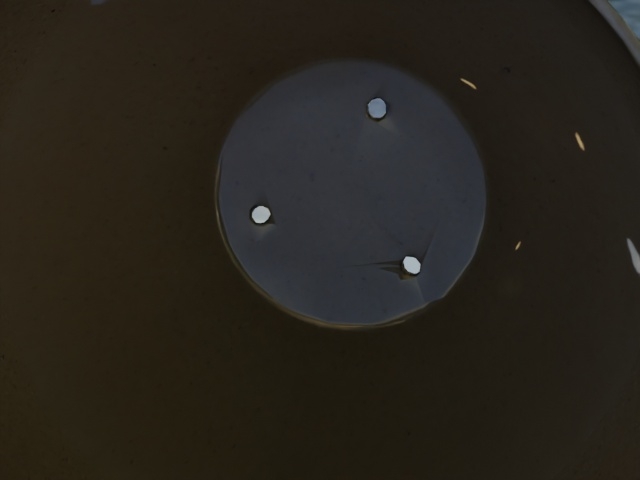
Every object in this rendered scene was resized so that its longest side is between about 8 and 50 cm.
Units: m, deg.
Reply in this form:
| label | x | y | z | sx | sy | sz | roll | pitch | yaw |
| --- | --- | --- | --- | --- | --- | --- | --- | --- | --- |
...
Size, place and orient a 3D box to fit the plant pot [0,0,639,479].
| label | x | y | z | sx | sy | sz | roll | pitch | yaw |
| --- | --- | --- | --- | --- | --- | --- | --- | --- | --- |
| plant pot | 0.000 | 0.000 | 0.489 | 0.284 | 0.284 | 0.191 | 7 | -167 | 7 |
